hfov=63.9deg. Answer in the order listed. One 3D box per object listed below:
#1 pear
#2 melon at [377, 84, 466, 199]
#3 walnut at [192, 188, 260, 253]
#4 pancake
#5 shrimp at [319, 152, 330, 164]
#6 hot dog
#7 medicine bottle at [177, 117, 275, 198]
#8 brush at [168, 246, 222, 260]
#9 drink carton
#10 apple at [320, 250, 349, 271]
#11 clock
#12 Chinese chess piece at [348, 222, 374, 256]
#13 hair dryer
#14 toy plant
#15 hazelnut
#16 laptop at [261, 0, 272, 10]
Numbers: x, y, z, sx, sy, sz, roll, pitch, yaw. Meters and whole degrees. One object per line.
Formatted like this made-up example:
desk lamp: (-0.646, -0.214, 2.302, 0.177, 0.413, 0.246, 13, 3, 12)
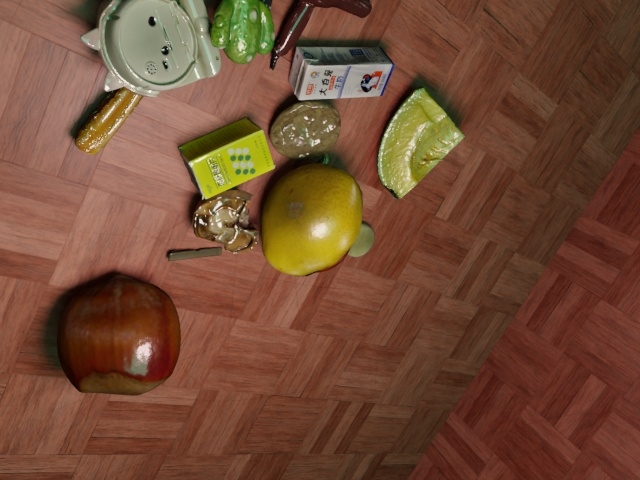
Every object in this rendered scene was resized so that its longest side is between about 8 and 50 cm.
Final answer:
pear: (-0.057, -0.078, 1.640, 0.386, 0.340, 0.191, -59, 155, 3)
melon: (0.347, -0.328, 1.862, 0.343, 0.226, 0.331, -42, 143, 13)
walnut: (-0.309, -0.074, 1.646, 0.204, 0.141, 0.238, -15, 129, -10)
pancake: (-0.044, -0.356, 1.661, 0.242, 0.050, 0.242, -6, 141, -5)
shrimp: (-0.015, -0.273, 1.786, 0.114, 0.023, 0.083, -35, 126, -17)
hot dog: (-0.553, -0.357, 1.379, 0.289, 0.068, 0.083, -51, 151, -2)
medicine bottle: (-0.284, -0.250, 1.558, 0.250, 0.141, 0.137, -28, 130, -15)
brush: (-0.420, 0.042, 1.720, 0.190, 0.027, 0.034, -7, 124, -37)
drink carton: (0.063, -0.528, 1.612, 0.315, 0.106, 0.130, -11, 144, -26)
apple: (0.000, 0.000, 1.827, 0.218, 0.218, 0.201, 13, 122, -36)
clock: (-0.423, -0.498, 1.295, 0.324, 0.109, 0.265, -39, 130, -30)
Chinese chess piece: (0.143, -0.005, 2.017, 0.144, 0.058, 0.144, -14, 124, -22)
hair dryer: (-0.032, -0.643, 1.530, 0.312, 0.123, 0.340, 11, 122, -47)
toy plant: (-0.210, -0.624, 1.339, 0.224, 0.184, 0.316, -40, 136, -43)
hazelnut: (-0.606, 0.299, 1.568, 0.366, 0.366, 0.366, -15, 123, -24)
laptop: (-0.175, -0.744, 1.418, 0.129, 0.016, 0.180, 3, 114, -33)
